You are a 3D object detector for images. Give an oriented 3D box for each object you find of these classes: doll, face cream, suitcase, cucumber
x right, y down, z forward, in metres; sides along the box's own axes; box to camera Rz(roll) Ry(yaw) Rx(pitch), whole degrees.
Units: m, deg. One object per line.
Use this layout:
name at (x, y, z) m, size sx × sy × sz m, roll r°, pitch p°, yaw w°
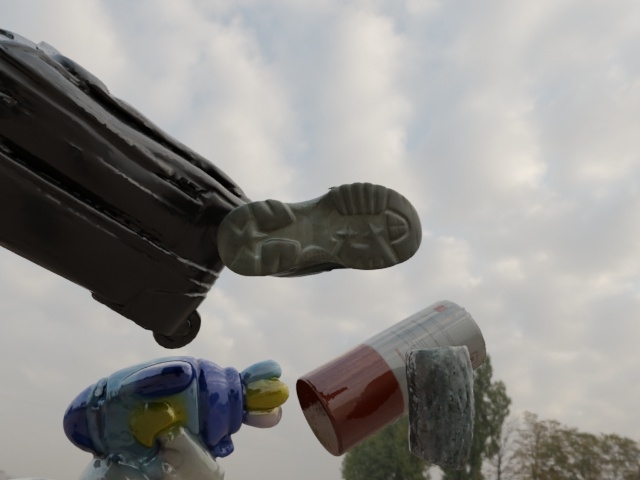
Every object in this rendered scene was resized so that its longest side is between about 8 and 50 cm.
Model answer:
doll at (-0.234, 0.303, 0.691) m, size 0.376 × 0.365 × 0.187 m, roll 38°, pitch -23°, yaw -33°
face cream at (0.085, 0.155, 0.561) m, size 0.214 × 0.095 × 0.096 m, roll -22°, pitch -23°, yaw -25°
suitcase at (-0.265, -0.078, 0.515) m, size 0.339 × 0.188 × 0.345 m, roll 39°, pitch -3°, yaw -39°
cucumber at (0.113, 0.156, 0.452) m, size 0.064 × 0.111 × 0.064 m, roll 1°, pitch -15°, yaw 0°

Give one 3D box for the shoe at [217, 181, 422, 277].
shoe at (0.000, 0.000, 0.420) m, size 0.169 × 0.071 × 0.099 m, roll -6°, pitch -10°, yaw -3°
